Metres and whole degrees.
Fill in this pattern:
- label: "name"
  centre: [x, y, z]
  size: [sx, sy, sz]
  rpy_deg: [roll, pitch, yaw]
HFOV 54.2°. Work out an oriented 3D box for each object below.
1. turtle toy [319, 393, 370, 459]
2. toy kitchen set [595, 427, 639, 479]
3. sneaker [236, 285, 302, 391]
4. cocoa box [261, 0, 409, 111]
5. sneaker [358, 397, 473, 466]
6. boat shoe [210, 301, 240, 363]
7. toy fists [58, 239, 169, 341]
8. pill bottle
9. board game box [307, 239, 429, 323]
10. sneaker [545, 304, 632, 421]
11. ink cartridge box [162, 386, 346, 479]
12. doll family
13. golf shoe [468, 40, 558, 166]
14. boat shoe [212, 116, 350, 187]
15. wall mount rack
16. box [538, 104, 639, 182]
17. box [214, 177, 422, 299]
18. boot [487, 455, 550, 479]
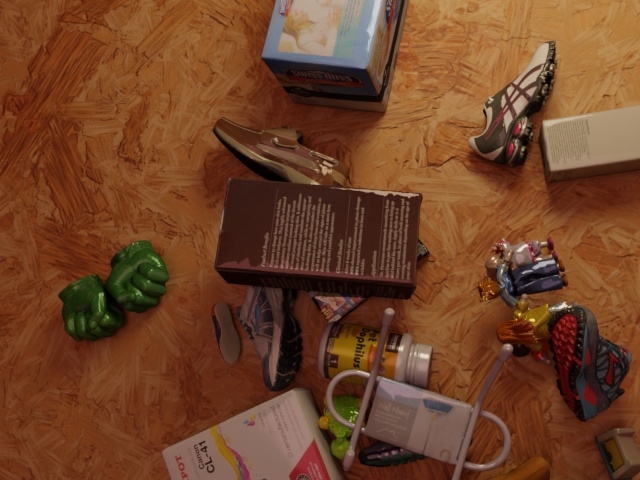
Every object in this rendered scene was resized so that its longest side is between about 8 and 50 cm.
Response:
- label: "turtle toy"
  centre: [0.048, 0.367, 1.249]
  size: [0.095, 0.066, 0.130]
  rpy_deg: [3, 52, 16]
- label: "toy kitchen set"
  centre: [0.458, 0.423, 1.084]
  size: [0.207, 0.122, 0.166]
  rpy_deg: [3, 52, -18]
- label: "sneaker"
  centre: [-0.113, 0.178, 1.327]
  size: [0.122, 0.110, 0.283]
  rpy_deg: [-10, 69, 21]
- label: "cocoa box"
  centre: [0.048, -0.485, 1.333]
  size: [0.231, 0.228, 0.347]
  rpy_deg: [11, 82, 16]
- label: "sneaker"
  centre: [0.179, 0.378, 1.227]
  size: [0.223, 0.083, 0.098]
  rpy_deg: [-13, 58, 5]
- label: "boat shoe"
  centre: [-0.212, 0.203, 1.370]
  size: [0.043, 0.049, 0.137]
  rpy_deg: [-31, 71, 52]
- label: "toy fists"
  centre: [-0.470, 0.123, 1.424]
  size: [0.279, 0.096, 0.142]
  rpy_deg: [-33, 74, 5]
- label: "pill bottle"
  centre: [0.110, 0.232, 1.239]
  size: [0.214, 0.117, 0.117]
  rpy_deg: [7, 82, 16]
- label: "board game box"
  centre: [0.087, 0.051, 1.327]
  size: [0.259, 0.030, 0.136]
  rpy_deg: [-38, 71, 5]
- label: "sneaker"
  centre: [0.483, 0.201, 1.110]
  size: [0.125, 0.262, 0.104]
  rpy_deg: [-23, 36, -3]
- label: "ink cartridge box"
  centre: [-0.128, 0.458, 1.254]
  size: [0.306, 0.131, 0.226]
  rpy_deg: [-26, 74, 7]
- label: "doll family"
  centre: [0.391, 0.109, 1.189]
  size: [0.163, 0.118, 0.263]
  rpy_deg: [-17, 76, 11]
- label: "golf shoe"
  centre: [0.398, -0.289, 1.274]
  size: [0.120, 0.105, 0.273]
  rpy_deg: [22, 85, 25]
- label: "boat shoe"
  centre: [-0.080, -0.189, 1.378]
  size: [0.324, 0.122, 0.120]
  rpy_deg: [31, 83, 10]
- label: "wall mount rack"
  centre: [0.183, 0.286, 1.104]
  size: [0.350, 0.130, 0.304]
  rpy_deg: [16, 94, 8]
- label: "box"
  centre: [0.574, -0.191, 1.211]
  size: [0.275, 0.094, 0.113]
  rpy_deg: [-6, 79, 13]
- label: "box"
  centre: [0.000, 0.000, 1.235]
  size: [0.381, 0.143, 0.191]
  rpy_deg: [6, 73, 3]
- label: "boot"
  centre: [0.310, 0.520, 1.131]
  size: [0.211, 0.295, 0.104]
  rpy_deg: [-18, 46, -28]
